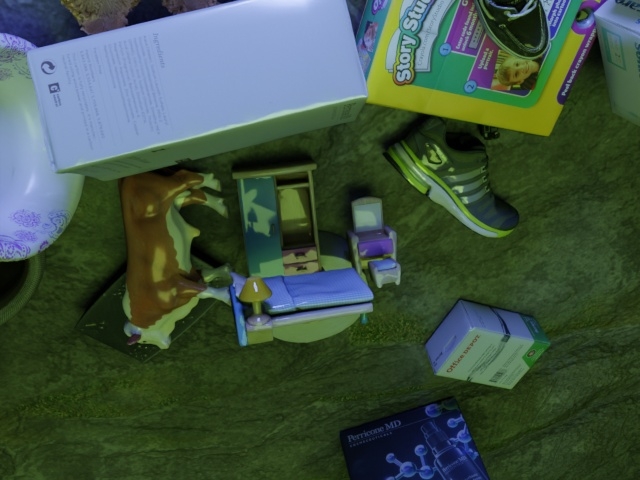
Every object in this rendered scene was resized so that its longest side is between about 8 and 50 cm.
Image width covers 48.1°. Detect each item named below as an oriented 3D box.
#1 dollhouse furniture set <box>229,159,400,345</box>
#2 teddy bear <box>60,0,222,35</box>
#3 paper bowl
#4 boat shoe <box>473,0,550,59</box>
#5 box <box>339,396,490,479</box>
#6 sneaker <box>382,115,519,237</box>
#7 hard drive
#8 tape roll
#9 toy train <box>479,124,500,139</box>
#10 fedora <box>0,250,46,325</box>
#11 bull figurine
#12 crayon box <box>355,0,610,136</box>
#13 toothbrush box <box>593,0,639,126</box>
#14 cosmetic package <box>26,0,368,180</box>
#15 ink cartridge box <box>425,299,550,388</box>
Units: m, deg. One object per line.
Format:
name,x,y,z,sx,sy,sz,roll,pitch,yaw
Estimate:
dollhouse furniture set,0.000,0.000,1.064,0.286,0.303,0.198,-8,106,-8
teddy bear,-0.178,-0.389,0.881,0.338,0.113,0.245,-42,134,11
paper bowl,-0.444,-0.116,0.920,0.147,0.284,0.284,1,134,18
boat shoe,0.232,-0.307,0.902,0.077,0.070,0.219,-38,123,12
box,0.240,0.600,1.596,0.293,0.396,0.212,-18,130,1
sneaker,0.249,-0.104,1.209,0.299,0.111,0.121,28,114,-34
hard drive,-0.295,0.101,1.275,0.254,0.054,0.172,-41,126,18
tape roll,-0.023,0.088,1.321,0.219,0.072,0.219,-6,130,-8
toy train,0.269,-0.229,1.160,0.036,0.027,0.158,-9,131,7
fedora,-0.558,0.020,1.098,0.275,0.124,0.243,-43,128,13
bull figurine,-0.234,0.029,1.132,0.188,0.101,0.311,-5,102,1
crayon box,0.236,-0.347,0.986,0.312,0.106,0.363,8,120,-18
toothbrush box,0.548,-0.319,1.012,0.295,0.126,0.216,-44,139,-2
cosmetic package,-0.144,-0.197,0.934,0.384,0.217,0.156,-12,92,1
ink cartridge box,0.349,0.221,1.512,0.208,0.087,0.153,15,124,-25
